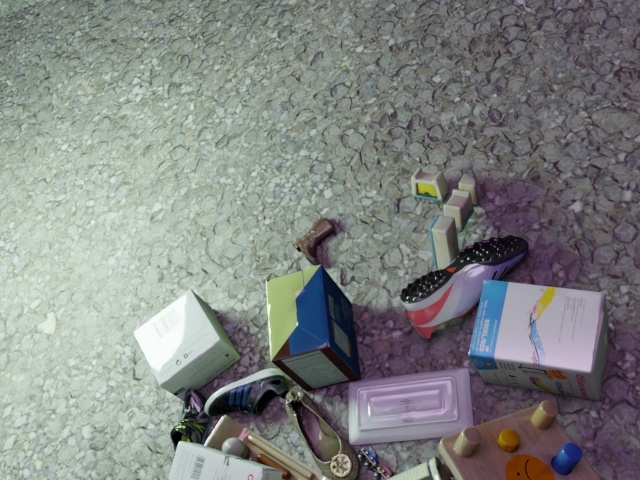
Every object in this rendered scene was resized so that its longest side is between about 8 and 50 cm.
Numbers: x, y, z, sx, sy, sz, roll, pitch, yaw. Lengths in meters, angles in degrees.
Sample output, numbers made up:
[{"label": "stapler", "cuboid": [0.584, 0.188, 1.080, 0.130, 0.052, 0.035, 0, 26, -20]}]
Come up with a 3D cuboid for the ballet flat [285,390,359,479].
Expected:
[{"label": "ballet flat", "cuboid": [-0.004, 0.416, 1.675, 0.084, 0.058, 0.250, -39, 53, -1]}]

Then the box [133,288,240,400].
[{"label": "box", "cuboid": [-0.322, 0.251, 1.876, 0.181, 0.119, 0.182, -38, 54, -1]}]

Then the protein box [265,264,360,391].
[{"label": "protein box", "cuboid": [-0.015, 0.197, 1.721, 0.136, 0.201, 0.199, -16, 56, 15]}]

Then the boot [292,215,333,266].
[{"label": "boot", "cuboid": [0.000, 0.000, 1.939, 0.114, 0.037, 0.106, -40, 56, -9]}]

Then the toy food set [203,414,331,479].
[{"label": "toy food set", "cuboid": [-0.148, 0.533, 1.648, 0.306, 0.092, 0.219, 23, 72, 33]}]

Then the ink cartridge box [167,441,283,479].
[{"label": "ink cartridge box", "cuboid": [-0.203, 0.517, 1.587, 0.219, 0.092, 0.160, 9, 77, 29]}]

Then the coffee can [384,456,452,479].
[{"label": "coffee can", "cuboid": [0.133, 0.550, 1.446, 0.275, 0.201, 0.201, -27, 54, 7]}]

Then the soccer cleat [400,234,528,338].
[{"label": "soccer cleat", "cuboid": [0.325, 0.095, 1.711, 0.318, 0.116, 0.108, -29, 24, -14]}]

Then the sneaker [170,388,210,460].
[{"label": "sneaker", "cuboid": [-0.299, 0.428, 1.786, 0.067, 0.078, 0.188, -7, 58, 20]}]

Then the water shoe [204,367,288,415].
[{"label": "water shoe", "cuboid": [-0.170, 0.362, 1.773, 0.203, 0.073, 0.080, -29, 56, 6]}]

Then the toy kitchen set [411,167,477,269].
[{"label": "toy kitchen set", "cuboid": [0.265, -0.054, 1.826, 0.166, 0.122, 0.207, 12, 47, 29]}]

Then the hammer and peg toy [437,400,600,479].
[{"label": "hammer and peg toy", "cuboid": [0.403, 0.468, 1.372, 0.266, 0.127, 0.361, -12, 49, -26]}]

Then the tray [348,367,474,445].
[{"label": "tray", "cuboid": [0.184, 0.349, 1.651, 0.270, 0.030, 0.145, -11, 59, 18]}]

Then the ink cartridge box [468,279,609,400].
[{"label": "ink cartridge box", "cuboid": [0.438, 0.197, 1.541, 0.233, 0.171, 0.168, 5, 64, 27]}]

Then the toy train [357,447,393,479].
[{"label": "toy train", "cuboid": [0.132, 0.482, 1.596, 0.036, 0.027, 0.158, -42, 54, -8]}]
